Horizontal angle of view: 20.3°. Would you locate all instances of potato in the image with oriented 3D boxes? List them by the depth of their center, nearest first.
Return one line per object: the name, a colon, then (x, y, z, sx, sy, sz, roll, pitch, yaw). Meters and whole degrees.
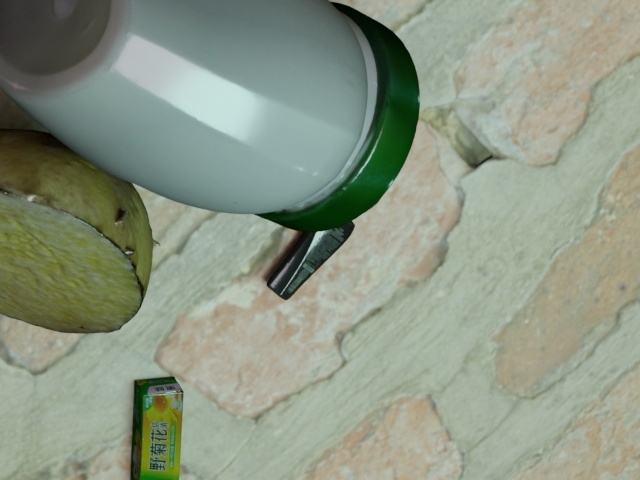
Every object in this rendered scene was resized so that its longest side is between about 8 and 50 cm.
potato: (-0.257, -0.024, 1.573, 0.239, 0.299, 0.116, 14, 65, -2)

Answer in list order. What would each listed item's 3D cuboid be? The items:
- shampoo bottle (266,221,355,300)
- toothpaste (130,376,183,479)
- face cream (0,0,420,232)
shampoo bottle: (0.000, 0.000, 1.778, 0.137, 0.027, 0.048, -50, 134, 5)
toothpaste: (-0.166, 0.224, 1.805, 0.043, 0.037, 0.178, -4, 114, -22)
face cream: (-0.099, -0.149, 1.509, 0.357, 0.312, 0.219, 20, 104, -47)
